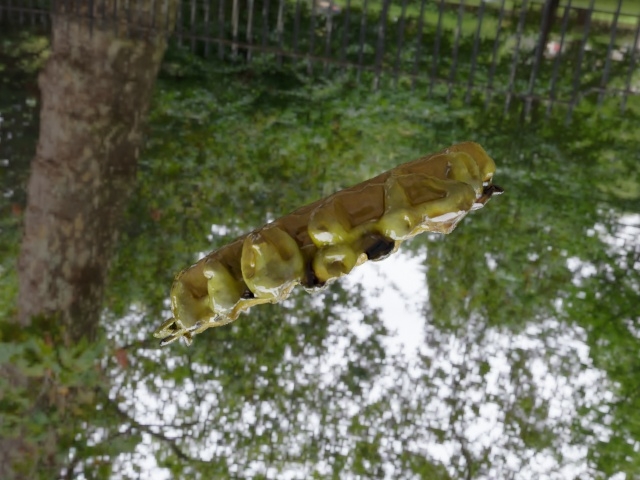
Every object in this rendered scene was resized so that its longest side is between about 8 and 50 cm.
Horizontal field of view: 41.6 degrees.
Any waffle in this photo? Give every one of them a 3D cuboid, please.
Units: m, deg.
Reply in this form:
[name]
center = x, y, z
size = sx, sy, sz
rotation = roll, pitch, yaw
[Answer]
[waffle]
center = -0.005, 0.002, 0.688
size = 0.329, 0.062, 0.329
rotation = -25, -177, 1
